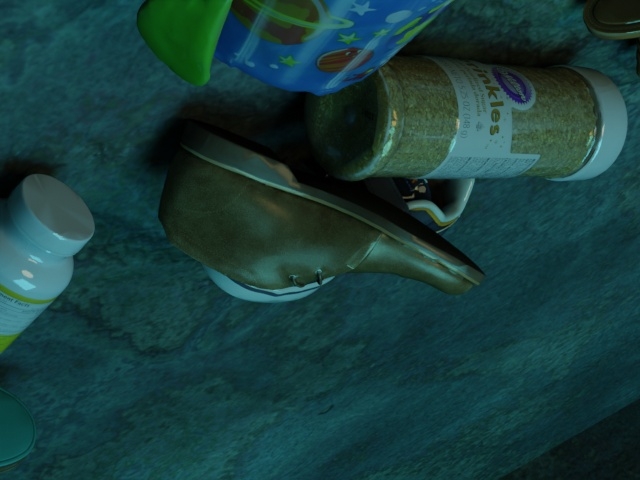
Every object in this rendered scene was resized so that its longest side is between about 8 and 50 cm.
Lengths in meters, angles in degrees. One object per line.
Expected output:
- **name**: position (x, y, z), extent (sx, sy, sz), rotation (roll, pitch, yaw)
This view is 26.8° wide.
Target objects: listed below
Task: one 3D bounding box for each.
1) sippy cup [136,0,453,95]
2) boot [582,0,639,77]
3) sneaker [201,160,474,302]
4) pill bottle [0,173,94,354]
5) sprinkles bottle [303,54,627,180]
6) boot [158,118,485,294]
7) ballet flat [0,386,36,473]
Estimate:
- **sippy cup**: position (0.012, -0.220, 0.898), extent (0.306, 0.240, 0.224), rotation (-5, 157, -24)
- **boot**: position (0.346, -0.217, 1.393), extent (0.197, 0.073, 0.152), rotation (-19, 156, -14)
- **sneaker**: position (0.023, -0.034, 1.331), extent (0.321, 0.126, 0.127), rotation (-16, 156, -45)
- **pill bottle**: position (-0.278, 0.029, 1.156), extent (0.184, 0.103, 0.103), rotation (-43, 151, 24)
- **sprinkles bottle**: position (0.150, -0.117, 1.311), extent (0.355, 0.121, 0.121), rotation (-3, 143, -42)
- **boot**: position (0.000, 0.000, 1.220), extent (0.305, 0.112, 0.115), rotation (22, 97, -11)
- **ballet flat**: position (-0.432, 0.180, 1.281), extent (0.124, 0.116, 0.342), rotation (-21, 162, 30)
